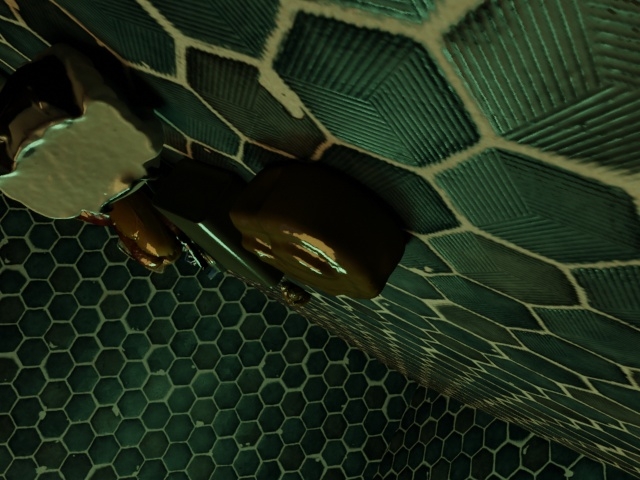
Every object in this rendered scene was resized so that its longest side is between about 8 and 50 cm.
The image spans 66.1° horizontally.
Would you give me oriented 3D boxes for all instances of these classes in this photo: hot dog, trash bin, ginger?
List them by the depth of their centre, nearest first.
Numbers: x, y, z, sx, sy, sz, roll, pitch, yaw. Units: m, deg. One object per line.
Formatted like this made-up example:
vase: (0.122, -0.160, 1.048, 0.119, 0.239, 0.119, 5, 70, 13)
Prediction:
trash bin: (-0.166, -0.030, 0.911, 0.164, 0.122, 0.240, 21, 163, 34)
hot dog: (-0.376, -0.044, 1.030, 0.326, 0.107, 0.194, 43, 165, 37)
ginger: (-0.097, 0.213, 1.859, 0.103, 0.073, 0.162, 23, 166, 25)

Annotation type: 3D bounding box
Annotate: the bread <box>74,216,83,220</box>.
bread: (-0.879, -0.174, 1.803, 0.262, 0.204, 0.162, 32, 165, 4)

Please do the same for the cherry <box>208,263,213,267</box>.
cherry: (-0.392, 0.058, 1.907, 0.107, 0.090, 0.225, 42, 159, -2)

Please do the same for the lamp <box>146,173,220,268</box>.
lamp: (-0.308, -0.042, 1.164, 0.269, 0.047, 0.266, 51, 170, 2)

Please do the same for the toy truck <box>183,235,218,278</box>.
toy truck: (-0.302, 0.024, 1.360, 0.208, 0.126, 0.113, 28, -166, 10)

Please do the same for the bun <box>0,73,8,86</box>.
bun: (-0.755, -0.302, 1.077, 0.259, 0.160, 0.259, 27, 165, 8)

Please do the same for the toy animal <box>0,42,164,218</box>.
toy animal: (-0.331, -0.148, 0.677, 0.204, 0.208, 0.156, 39, -155, -49)

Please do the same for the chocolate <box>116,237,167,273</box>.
chocolate: (-0.437, -0.003, 1.279, 0.148, 0.093, 0.214, 38, 150, -10)

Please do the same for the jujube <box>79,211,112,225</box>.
jujube: (-0.537, -0.142, 1.200, 0.190, 0.190, 0.255, 29, 157, 3)

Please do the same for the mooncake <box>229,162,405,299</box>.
mooncake: (0.000, 0.000, 0.652, 0.235, 0.117, 0.235, 28, 165, 8)
